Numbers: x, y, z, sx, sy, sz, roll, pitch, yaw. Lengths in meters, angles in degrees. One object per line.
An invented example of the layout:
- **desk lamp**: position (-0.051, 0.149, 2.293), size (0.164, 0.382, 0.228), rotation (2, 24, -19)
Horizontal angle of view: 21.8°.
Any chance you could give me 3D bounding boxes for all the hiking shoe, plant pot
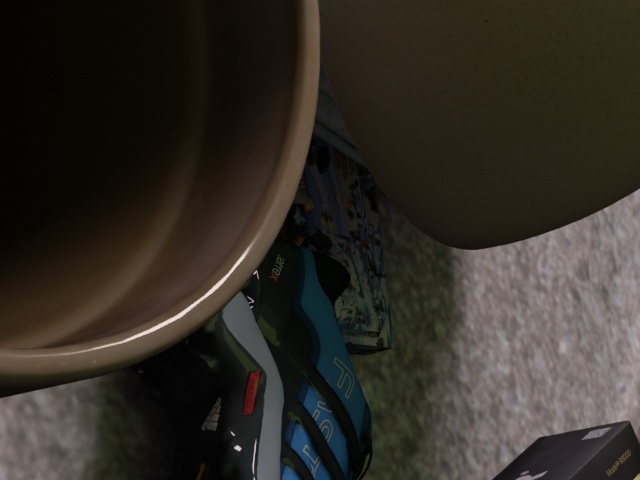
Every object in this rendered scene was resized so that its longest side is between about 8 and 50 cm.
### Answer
- **hiking shoe**: position (-0.018, 0.132, 0.880), size (0.132, 0.113, 0.304), rotation (6, 72, -37)
- **plant pot**: position (-0.207, -0.081, 0.622), size (0.323, 0.280, 0.323), rotation (19, 63, -43)
- **plant pot**: position (0.149, -0.145, 0.929), size (0.284, 0.191, 0.284), rotation (16, 70, -54)

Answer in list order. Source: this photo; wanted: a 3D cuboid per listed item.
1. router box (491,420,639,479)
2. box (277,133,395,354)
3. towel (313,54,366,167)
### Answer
- **router box**: position (0.143, 0.287, 1.042), size (0.309, 0.081, 0.243), rotation (-31, 100, -49)
- **box**: position (0.000, 0.000, 1.025), size (0.094, 0.027, 0.137), rotation (10, 69, -49)
- **towel**: position (0.034, -0.215, 1.025), size (0.374, 0.090, 0.320), rotation (30, 58, -51)
